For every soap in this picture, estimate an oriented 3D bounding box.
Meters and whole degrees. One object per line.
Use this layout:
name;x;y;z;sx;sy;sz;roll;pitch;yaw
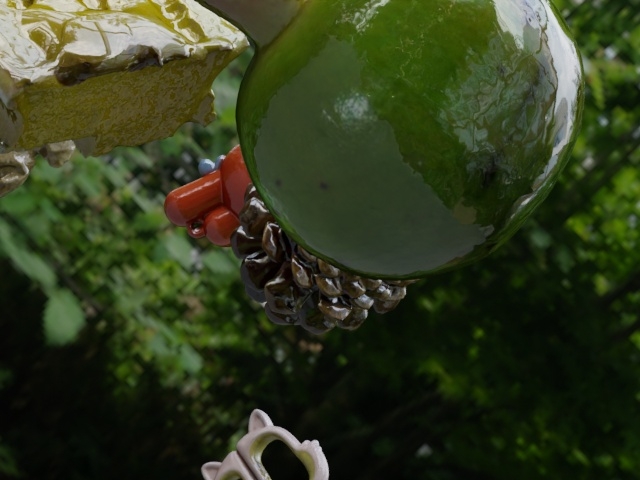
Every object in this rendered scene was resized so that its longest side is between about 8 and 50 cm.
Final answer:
soap;-0.246;-0.220;1.352;0.281;0.259;0.143;55;-43;21

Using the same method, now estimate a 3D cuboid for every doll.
doll;-0.085;-0.074;2.169;0.130;0.290;0.161;75;-9;-78

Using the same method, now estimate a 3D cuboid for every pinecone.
pinecone;0.005;0.008;1.903;0.264;0.264;0.264;47;-6;6

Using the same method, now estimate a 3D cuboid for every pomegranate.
pomegranate;0.023;-0.116;0.928;0.302;0.236;0.236;42;-4;-16

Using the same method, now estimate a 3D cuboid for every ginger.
ginger;-0.375;-0.102;1.590;0.074;0.213;0.137;93;-26;-63

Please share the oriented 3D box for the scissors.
scissors;-0.025;0.309;1.527;0.024;0.160;0.317;36;10;-47
